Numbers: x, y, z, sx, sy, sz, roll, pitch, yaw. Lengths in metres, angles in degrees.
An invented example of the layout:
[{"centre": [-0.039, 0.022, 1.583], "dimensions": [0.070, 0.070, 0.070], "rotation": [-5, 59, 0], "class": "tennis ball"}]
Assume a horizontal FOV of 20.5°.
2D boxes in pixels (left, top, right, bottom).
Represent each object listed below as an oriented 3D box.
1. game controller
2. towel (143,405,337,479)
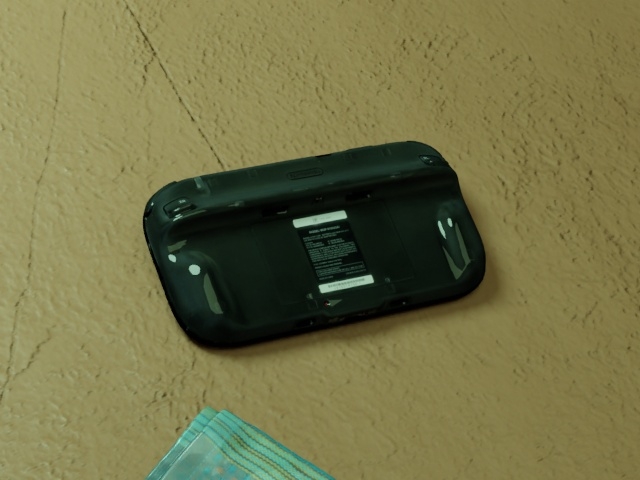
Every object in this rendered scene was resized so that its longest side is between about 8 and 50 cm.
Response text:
[{"centre": [0.000, 0.000, 1.627], "dimensions": [0.319, 0.067, 0.166], "rotation": [-11, 73, -24], "class": "game controller"}, {"centre": [-0.011, 0.303, 1.368], "dimensions": [0.370, 0.040, 0.271], "rotation": [29, 51, 16], "class": "towel"}]
